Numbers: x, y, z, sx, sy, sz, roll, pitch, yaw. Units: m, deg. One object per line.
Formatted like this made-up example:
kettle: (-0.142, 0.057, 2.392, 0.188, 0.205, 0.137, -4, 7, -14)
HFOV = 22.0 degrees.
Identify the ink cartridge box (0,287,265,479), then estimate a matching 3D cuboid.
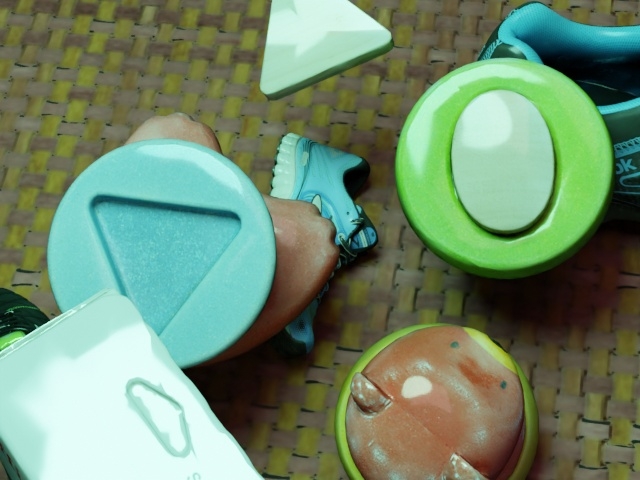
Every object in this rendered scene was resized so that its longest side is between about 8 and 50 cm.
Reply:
ink cartridge box: (-0.090, 0.153, 0.855, 0.092, 0.219, 0.160, -32, 60, -17)

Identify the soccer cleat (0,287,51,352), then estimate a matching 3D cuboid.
soccer cleat: (-0.180, 0.072, 0.990, 0.060, 0.072, 0.179, -24, 42, -13)

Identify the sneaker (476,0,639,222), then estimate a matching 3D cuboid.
sneaker: (0.256, -0.058, 1.025, 0.341, 0.140, 0.125, 9, 54, 8)

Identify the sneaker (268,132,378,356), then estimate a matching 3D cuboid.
sneaker: (0.000, 0.000, 1.048, 0.073, 0.063, 0.162, 6, 57, 3)

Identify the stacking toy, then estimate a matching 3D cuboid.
stacking toy: (0.014, -0.009, 0.929, 0.309, 0.130, 0.279, 27, 89, 9)
